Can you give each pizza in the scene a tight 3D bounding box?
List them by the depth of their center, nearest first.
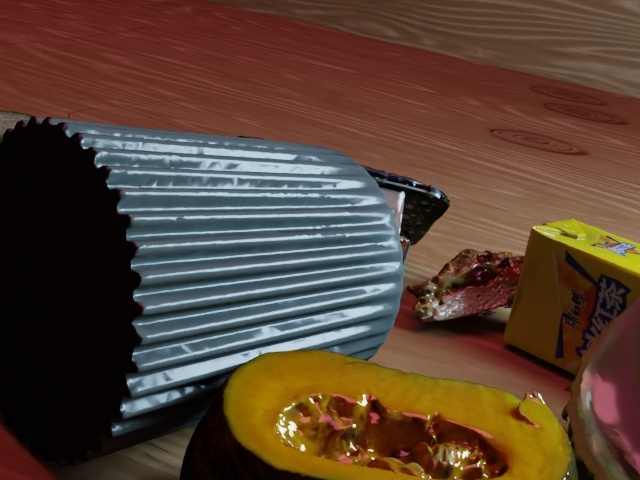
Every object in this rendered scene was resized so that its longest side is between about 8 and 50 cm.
[{"bbox_3d":[0.181,0.051,1.312,0.194,0.069,0.154,-17,14,-42],"label":"pizza"}]

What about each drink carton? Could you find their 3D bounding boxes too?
[{"bbox_3d":[0.385,0.106,1.162,0.351,0.155,0.111,25,23,38],"label":"drink carton"}]

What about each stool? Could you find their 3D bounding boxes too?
[{"bbox_3d":[-0.118,0.032,0.989,0.330,0.297,0.297,-6,24,-43],"label":"stool"}]

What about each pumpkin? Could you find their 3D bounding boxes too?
[{"bbox_3d":[0.048,0.188,0.847,0.317,0.139,0.222,8,23,7],"label":"pumpkin"}]

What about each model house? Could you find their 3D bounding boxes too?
[{"bbox_3d":[0.001,0.000,1.374,0.293,0.154,0.207,14,-24,-8],"label":"model house"}]

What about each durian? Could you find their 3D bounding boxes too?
[{"bbox_3d":[0.332,0.179,0.927,0.157,0.170,0.355,3,20,-21],"label":"durian"}]

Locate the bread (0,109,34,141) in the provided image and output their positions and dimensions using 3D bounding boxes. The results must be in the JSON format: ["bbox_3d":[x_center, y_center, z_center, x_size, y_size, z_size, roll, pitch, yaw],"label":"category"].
[{"bbox_3d":[-0.546,-0.102,1.389,0.366,0.129,0.382,-1,23,-25],"label":"bread"}]
